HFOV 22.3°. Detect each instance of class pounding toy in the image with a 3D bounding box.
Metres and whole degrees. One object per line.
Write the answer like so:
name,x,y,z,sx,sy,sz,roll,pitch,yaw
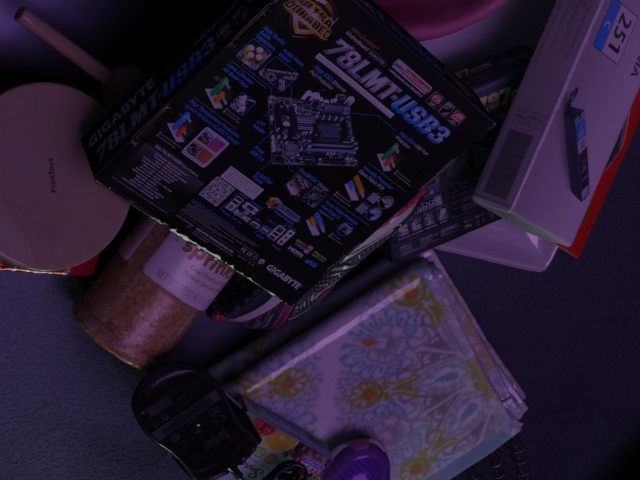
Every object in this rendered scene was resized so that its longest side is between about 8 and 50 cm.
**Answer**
pounding toy,-0.281,-0.085,1.598,0.183,0.110,0.237,26,74,-31

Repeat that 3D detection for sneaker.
sneaker,0.044,0.348,1.942,0.095,0.104,0.236,-2,120,-18
sneaker,0.000,0.000,1.796,0.299,0.121,0.112,-32,143,31

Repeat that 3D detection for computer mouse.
computer mouse,-0.152,0.237,1.794,0.184,0.060,0.262,-38,127,4

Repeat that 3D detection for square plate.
square plate,0.205,-0.146,1.912,0.344,0.049,0.347,12,109,-35

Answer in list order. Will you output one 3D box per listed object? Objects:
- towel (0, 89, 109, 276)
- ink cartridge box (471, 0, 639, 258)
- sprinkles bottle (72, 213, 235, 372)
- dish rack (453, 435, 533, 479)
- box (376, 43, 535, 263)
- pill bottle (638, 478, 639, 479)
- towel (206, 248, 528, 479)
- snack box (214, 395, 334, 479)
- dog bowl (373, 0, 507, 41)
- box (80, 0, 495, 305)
towel,-0.328,-0.061,1.651,0.275,0.031,0.199,7,112,-33
ink cartridge box,0.316,-0.137,1.849,0.261,0.066,0.296,25,88,-49
sprinkles bottle,-0.117,-0.028,1.740,0.121,0.121,0.355,34,97,-39
dish rack,0.203,0.339,2.171,0.208,0.074,0.271,-30,127,-14
box,0.157,-0.099,1.840,0.232,0.059,0.183,-23,126,-17
pill bottle,0.508,0.455,2.325,0.392,0.224,0.224,-48,130,1
towel,0.042,0.203,1.971,0.374,0.090,0.320,-33,125,0
snack box,-0.069,0.252,1.876,0.141,0.037,0.100,33,107,-31
dog bowl,0.077,-0.377,1.600,0.408,0.150,0.408,-12,118,-23
box,-0.027,-0.106,1.583,0.293,0.073,0.295,-44,131,14
